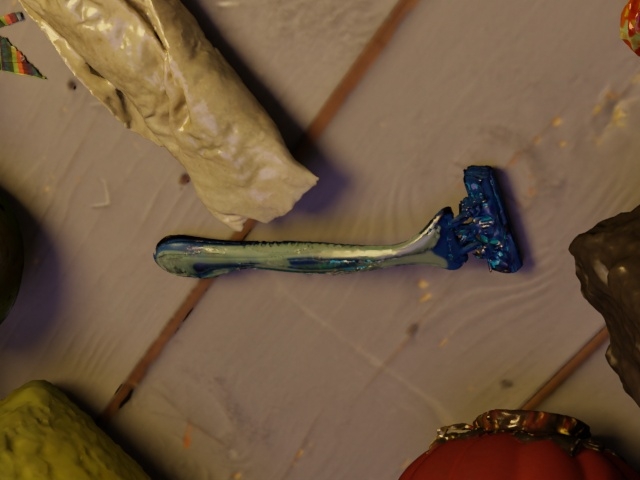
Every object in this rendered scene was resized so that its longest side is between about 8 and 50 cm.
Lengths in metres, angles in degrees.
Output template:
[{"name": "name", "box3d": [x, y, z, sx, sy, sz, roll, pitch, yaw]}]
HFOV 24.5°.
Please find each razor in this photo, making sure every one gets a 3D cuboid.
[{"name": "razor", "box3d": [-0.004, 0.007, 1.199, 0.324, 0.056, 0.093, -6, 120, 26]}]

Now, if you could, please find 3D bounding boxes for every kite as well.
[{"name": "kite", "box3d": [-0.281, -0.173, 1.228, 0.090, 0.004, 0.122, -23, 110, 33]}]

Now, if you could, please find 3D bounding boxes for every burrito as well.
[{"name": "burrito", "box3d": [-0.159, -0.164, 1.138, 0.117, 0.076, 0.392, -33, 105, 36]}]

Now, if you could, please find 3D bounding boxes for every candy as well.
[{"name": "candy", "box3d": [0.241, -0.206, 0.976, 0.055, 0.049, 0.184, 1, 118, -15]}]

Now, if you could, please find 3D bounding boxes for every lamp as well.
[{"name": "lamp", "box3d": [0.163, 0.245, 1.183, 0.227, 0.227, 0.227, 11, 124, 16]}]

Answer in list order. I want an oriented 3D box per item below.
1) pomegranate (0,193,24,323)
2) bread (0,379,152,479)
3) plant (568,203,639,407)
[{"name": "pomegranate", "box3d": [-0.367, 0.002, 1.285, 0.225, 0.187, 0.187, 38, 131, 26]}, {"name": "bread", "box3d": [-0.288, 0.324, 1.348, 0.308, 0.348, 0.348, 49, 126, -6]}, {"name": "plant", "box3d": [0.345, 0.021, 0.980, 0.312, 0.213, 0.215, -32, 110, -3]}]
